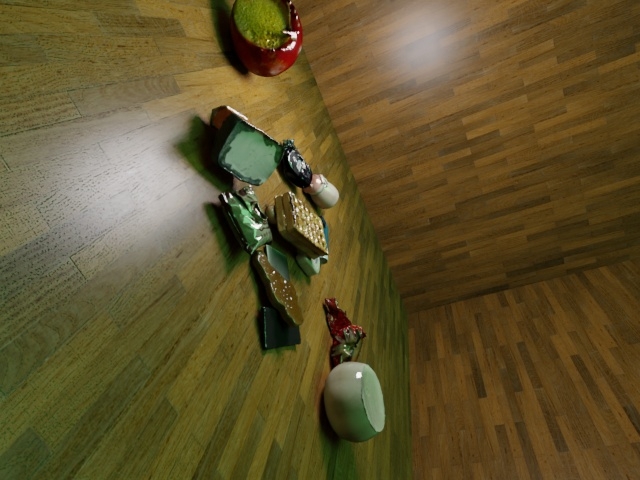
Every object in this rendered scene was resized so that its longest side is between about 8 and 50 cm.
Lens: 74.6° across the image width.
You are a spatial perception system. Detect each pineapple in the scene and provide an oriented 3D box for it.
[{"bbox_3d":[-0.136,-0.436,2.229,0.221,0.083,0.103,62,24,-27],"label":"pineapple"}]

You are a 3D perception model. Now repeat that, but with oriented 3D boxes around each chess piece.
[{"bbox_3d":[-0.203,-0.110,1.798,0.084,0.038,0.084,56,22,-38],"label":"chess piece"}]

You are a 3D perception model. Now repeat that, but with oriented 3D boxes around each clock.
[{"bbox_3d":[-0.060,0.063,2.017,0.152,0.062,0.191,55,25,-39],"label":"clock"}]

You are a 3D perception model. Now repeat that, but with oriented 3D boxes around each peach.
[{"bbox_3d":[-0.252,-0.967,1.984,0.310,0.334,0.406,85,-11,-74],"label":"peach"}]

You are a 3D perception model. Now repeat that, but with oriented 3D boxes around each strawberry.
[{"bbox_3d":[0.129,0.525,2.057,0.306,0.137,0.234,61,49,-71],"label":"strawberry"}]

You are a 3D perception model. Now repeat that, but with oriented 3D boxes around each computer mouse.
[{"bbox_3d":[-0.131,-0.362,2.133,0.233,0.096,0.137,50,47,-42],"label":"computer mouse"}]

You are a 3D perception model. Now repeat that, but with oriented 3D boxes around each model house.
[{"bbox_3d":[-0.322,-0.375,1.557,0.301,0.190,0.271,45,14,33],"label":"model house"}]

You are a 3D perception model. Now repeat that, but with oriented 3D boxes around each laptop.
[{"bbox_3d":[-0.163,0.164,1.694,0.187,0.015,0.269,38,39,-61],"label":"laptop"}]

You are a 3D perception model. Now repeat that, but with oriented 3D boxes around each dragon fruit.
[{"bbox_3d":[0.059,0.375,2.112,0.192,0.122,0.092,65,-20,-12],"label":"dragon fruit"}]

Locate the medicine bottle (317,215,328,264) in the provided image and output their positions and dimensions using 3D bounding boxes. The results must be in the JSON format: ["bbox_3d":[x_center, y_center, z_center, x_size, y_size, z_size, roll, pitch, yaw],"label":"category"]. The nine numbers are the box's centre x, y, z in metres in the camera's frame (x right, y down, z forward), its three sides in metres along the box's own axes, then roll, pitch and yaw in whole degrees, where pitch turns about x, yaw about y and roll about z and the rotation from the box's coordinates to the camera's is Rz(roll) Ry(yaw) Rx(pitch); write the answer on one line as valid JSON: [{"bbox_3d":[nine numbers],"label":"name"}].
[{"bbox_3d":[0.000,0.000,2.226,0.124,0.079,0.259,59,22,-48],"label":"medicine bottle"}]

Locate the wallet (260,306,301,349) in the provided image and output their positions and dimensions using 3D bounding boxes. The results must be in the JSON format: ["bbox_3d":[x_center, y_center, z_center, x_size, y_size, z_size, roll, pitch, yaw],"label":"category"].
[{"bbox_3d":[-0.145,0.322,1.561,0.285,0.030,0.146,25,55,-67],"label":"wallet"}]

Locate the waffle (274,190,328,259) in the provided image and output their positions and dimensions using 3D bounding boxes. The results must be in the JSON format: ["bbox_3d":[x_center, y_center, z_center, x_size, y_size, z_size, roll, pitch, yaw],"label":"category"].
[{"bbox_3d":[-0.084,-0.064,1.861,0.308,0.091,0.213,41,33,-53],"label":"waffle"}]

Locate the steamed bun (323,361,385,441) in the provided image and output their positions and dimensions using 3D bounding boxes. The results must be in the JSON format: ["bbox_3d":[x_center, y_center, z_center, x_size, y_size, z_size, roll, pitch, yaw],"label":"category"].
[{"bbox_3d":[0.131,0.678,1.771,0.324,0.206,0.325,51,29,-43],"label":"steamed bun"}]

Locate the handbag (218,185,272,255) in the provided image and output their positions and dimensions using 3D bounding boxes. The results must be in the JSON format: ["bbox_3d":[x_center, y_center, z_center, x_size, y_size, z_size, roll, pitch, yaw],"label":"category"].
[{"bbox_3d":[-0.251,-0.072,1.476,0.235,0.127,0.213,68,20,-6],"label":"handbag"}]

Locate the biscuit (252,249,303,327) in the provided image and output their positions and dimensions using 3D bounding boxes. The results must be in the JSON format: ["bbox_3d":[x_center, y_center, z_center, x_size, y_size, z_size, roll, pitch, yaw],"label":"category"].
[{"bbox_3d":[-0.160,0.178,1.569,0.320,0.047,0.183,57,16,-15],"label":"biscuit"}]

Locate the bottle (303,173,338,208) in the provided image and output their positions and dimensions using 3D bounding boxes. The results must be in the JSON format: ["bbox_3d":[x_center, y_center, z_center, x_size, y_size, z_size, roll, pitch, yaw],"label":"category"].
[{"bbox_3d":[-0.009,-0.288,2.375,0.236,0.147,0.148,38,38,-53],"label":"bottle"}]
